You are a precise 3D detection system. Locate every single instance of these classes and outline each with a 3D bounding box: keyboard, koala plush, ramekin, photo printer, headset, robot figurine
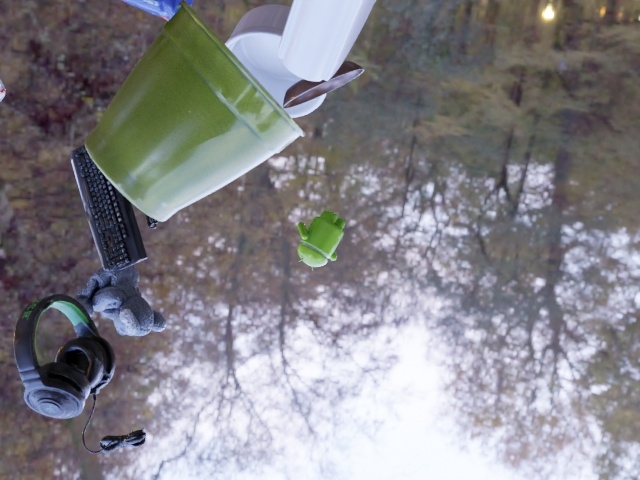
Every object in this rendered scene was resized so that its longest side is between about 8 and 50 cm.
[{"bbox_3d":[-0.474,-0.097,2.035,0.201,0.317,0.033,-22,172,20],"label":"keyboard"},{"bbox_3d":[-0.560,0.190,2.502,0.221,0.203,0.196,41,-169,24],"label":"koala plush"},{"bbox_3d":[-0.104,-0.446,2.140,0.277,0.277,0.135,11,-125,6],"label":"ramekin"},{"bbox_3d":[0.049,-0.418,1.266,0.107,0.307,0.256,26,-126,-1],"label":"photo printer"},{"bbox_3d":[-0.536,0.307,1.958,0.185,0.394,0.243,-13,-162,20],"label":"headset"},{"bbox_3d":[0.000,0.000,1.673,0.101,0.115,0.067,36,170,-40],"label":"robot figurine"}]

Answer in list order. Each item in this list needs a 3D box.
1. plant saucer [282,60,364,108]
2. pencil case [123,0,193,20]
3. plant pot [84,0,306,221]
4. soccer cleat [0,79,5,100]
[{"bbox_3d":[0.001,-0.295,1.625,0.168,0.029,0.168,-26,-178,1],"label":"plant saucer"},{"bbox_3d":[-0.420,-0.593,1.930,0.306,0.133,0.119,23,-151,-8],"label":"pencil case"},{"bbox_3d":[-0.281,-0.236,1.796,0.366,0.353,0.366,47,-176,-4],"label":"plant pot"},{"bbox_3d":[-0.649,-0.304,1.574,0.076,0.068,0.196,43,-176,21],"label":"soccer cleat"}]
